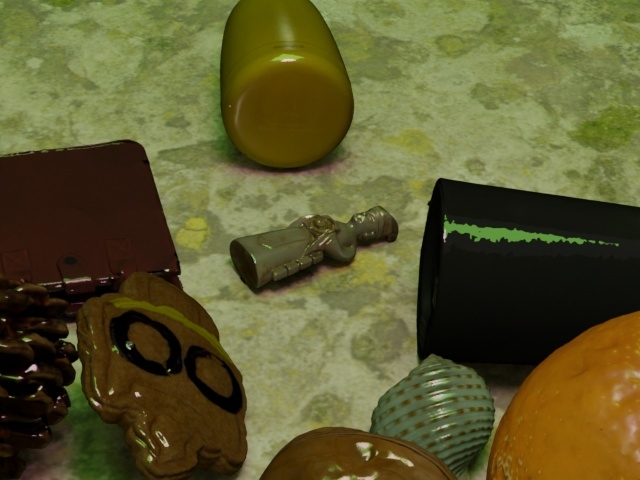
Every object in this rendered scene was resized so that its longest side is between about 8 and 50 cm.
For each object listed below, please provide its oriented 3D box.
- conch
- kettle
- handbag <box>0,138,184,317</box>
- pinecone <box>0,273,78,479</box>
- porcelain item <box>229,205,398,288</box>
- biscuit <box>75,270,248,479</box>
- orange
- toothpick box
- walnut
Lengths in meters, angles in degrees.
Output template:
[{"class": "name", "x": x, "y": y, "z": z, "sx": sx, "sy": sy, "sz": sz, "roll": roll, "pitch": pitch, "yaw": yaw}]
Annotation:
[{"class": "conch", "x": 0.112, "y": 0.185, "z": 1.418, "sx": 0.135, "sy": 0.102, "sz": 0.153, "roll": -8, "pitch": 37, "yaw": 10}, {"class": "kettle", "x": 0.267, "y": 0.054, "z": 1.559, "sx": 0.308, "sy": 0.262, "sz": 0.203, "roll": 5, "pitch": 73, "yaw": -2}, {"class": "handbag", "x": -0.311, "y": -0.010, "z": 1.655, "sx": 0.260, "sy": 0.084, "sz": 0.275, "roll": -6, "pitch": 39, "yaw": -15}, {"class": "pinecone", "x": -0.361, "y": 0.133, "z": 1.338, "sx": 0.243, "sy": 0.243, "sz": 0.257, "roll": 7, "pitch": 41, "yaw": 4}, {"class": "porcelain item", "x": 0.000, "y": 0.000, "z": 1.681, "sx": 0.213, "sy": 0.054, "sz": 0.084, "roll": -17, "pitch": 44, "yaw": -25}, {"class": "biscuit", "x": -0.158, "y": 0.135, "z": 1.410, "sx": 0.208, "sy": 0.041, "sz": 0.290, "roll": 32, "pitch": 28, "yaw": -27}, {"class": "orange", "x": 0.318, "y": 0.215, "z": 1.230, "sx": 0.341, "sy": 0.293, "sz": 0.340, "roll": 3, "pitch": 37, "yaw": -2}, {"class": "toothpick box", "x": -0.054, "y": -0.235, "z": 1.887, "sx": 0.175, "sy": 0.175, "sz": 0.271, "roll": -2, "pitch": 35, "yaw": -6}, {"class": "walnut", "x": 0.038, "y": 0.254, "z": 1.272, "sx": 0.207, "sy": 0.167, "sz": 0.167, "roll": 9, "pitch": 38, "yaw": 5}]
